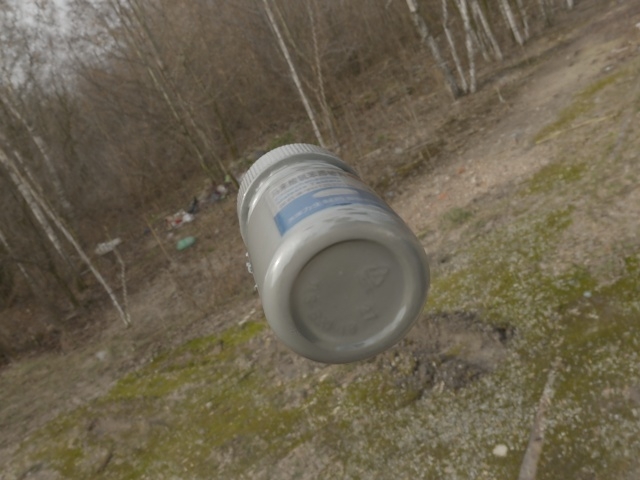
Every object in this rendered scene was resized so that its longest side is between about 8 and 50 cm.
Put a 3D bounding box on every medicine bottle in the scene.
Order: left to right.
[{"bbox_3d":[0.000,0.000,0.408,0.105,0.105,0.168,-27,26,-2],"label":"medicine bottle"}]
